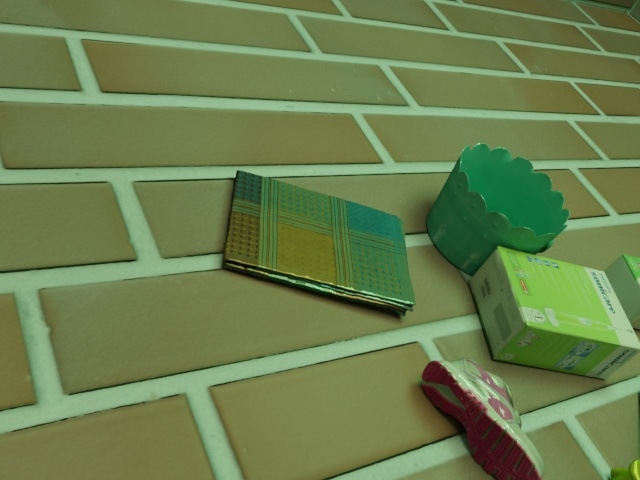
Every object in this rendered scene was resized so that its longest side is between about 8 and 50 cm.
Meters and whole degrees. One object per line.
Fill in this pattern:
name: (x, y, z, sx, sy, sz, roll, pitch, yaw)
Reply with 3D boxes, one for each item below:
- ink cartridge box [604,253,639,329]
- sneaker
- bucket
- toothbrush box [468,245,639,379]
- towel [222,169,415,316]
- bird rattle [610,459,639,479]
ink cartridge box: (0.804, 0.136, 1.593, 0.220, 0.092, 0.160, 12, 44, -19)
sneaker: (0.291, 0.291, 1.132, 0.111, 0.103, 0.252, -17, 59, -38)
bucket: (0.382, -0.058, 1.480, 0.281, 0.183, 0.281, 16, 43, -16)
toothbrush box: (0.472, 0.148, 1.367, 0.283, 0.122, 0.206, 11, 43, -19)
towel: (0.000, 0.000, 1.314, 0.370, 0.040, 0.271, 15, 41, -14)
bird rattle: (0.621, 0.425, 1.111, 0.143, 0.254, 0.206, 16, 55, -80)
